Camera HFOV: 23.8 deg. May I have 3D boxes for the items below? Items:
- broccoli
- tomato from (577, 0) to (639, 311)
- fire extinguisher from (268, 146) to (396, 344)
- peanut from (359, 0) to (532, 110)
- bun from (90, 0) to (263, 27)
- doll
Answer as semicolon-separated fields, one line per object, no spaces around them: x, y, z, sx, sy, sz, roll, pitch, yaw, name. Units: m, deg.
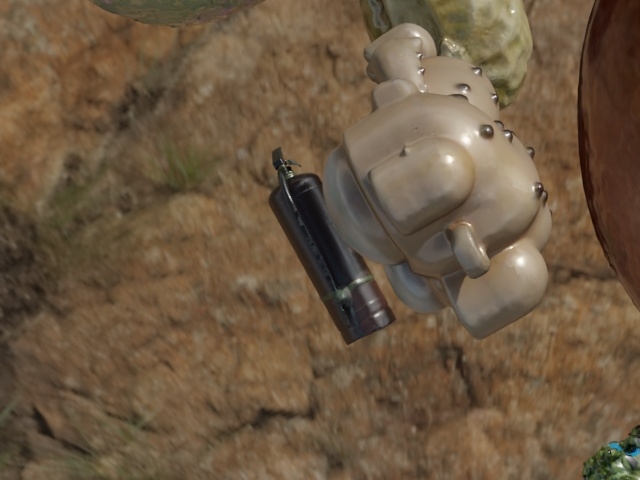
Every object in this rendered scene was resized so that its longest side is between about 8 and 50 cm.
0.343;0.245;1.531;0.154;0.160;0.167;42;35;26;broccoli
0.227;-0.032;0.533;0.265;0.265;0.264;-1;71;4;tomato
0.000;0.000;1.120;0.045;0.078;0.157;-28;89;6;fire extinguisher
0.090;-0.257;1.320;0.140;0.153;0.325;-13;98;29;peanut
-0.121;-0.262;1.051;0.273;0.168;0.272;18;50;-23;bun
0.075;-0.048;0.958;0.119;0.278;0.154;-30;107;13;doll
